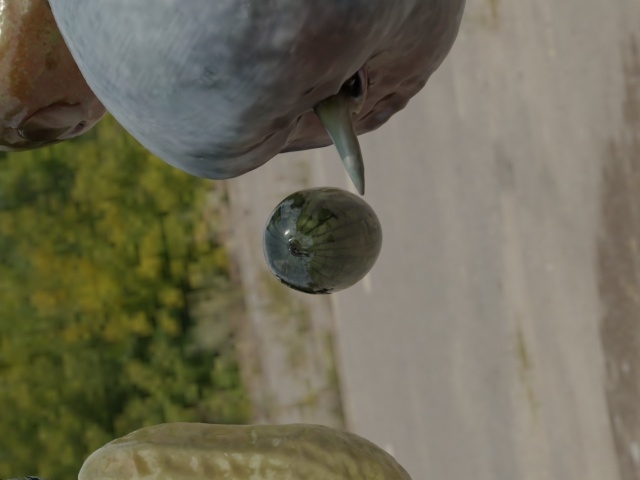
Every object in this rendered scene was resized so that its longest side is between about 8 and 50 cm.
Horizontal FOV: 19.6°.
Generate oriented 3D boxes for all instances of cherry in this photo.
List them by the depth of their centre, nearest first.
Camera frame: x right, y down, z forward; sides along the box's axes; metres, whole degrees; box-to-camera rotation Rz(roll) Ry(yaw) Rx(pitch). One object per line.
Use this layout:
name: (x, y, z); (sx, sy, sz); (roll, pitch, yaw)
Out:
cherry: (-0.043, -0.156, 1.070); (0.296, 0.255, 0.218); (52, 125, 18)

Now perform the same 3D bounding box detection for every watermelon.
watermelon: (0.000, 0.000, 1.322); (0.111, 0.078, 0.078); (-3, -98, -60)

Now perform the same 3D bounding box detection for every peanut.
peanut: (-0.063, 0.237, 1.684); (0.152, 0.313, 0.152); (177, 90, -87)

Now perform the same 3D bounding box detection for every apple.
apple: (-0.263, -0.157, 1.494); (0.188, 0.207, 0.173); (-29, -48, -70)

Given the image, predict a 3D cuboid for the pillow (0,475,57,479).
pillow: (-0.072, 0.208, 0.884); (0.075, 0.302, 0.185); (30, -115, -45)
